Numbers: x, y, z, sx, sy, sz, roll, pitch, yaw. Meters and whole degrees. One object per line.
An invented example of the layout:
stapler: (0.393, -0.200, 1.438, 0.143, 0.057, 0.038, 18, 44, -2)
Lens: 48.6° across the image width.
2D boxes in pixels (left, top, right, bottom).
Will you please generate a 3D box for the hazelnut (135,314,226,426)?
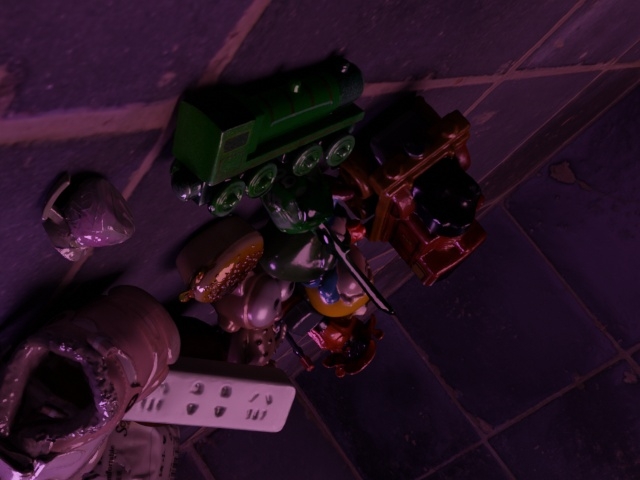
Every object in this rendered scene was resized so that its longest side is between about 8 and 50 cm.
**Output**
hazelnut: (-0.238, 0.209, 1.160, 0.178, 0.178, 0.204, -42, 171, 23)

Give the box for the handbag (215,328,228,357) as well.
handbag: (-0.235, 0.281, 1.556, 0.207, 0.127, 0.228, -37, 159, 14)

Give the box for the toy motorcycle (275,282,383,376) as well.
toy motorcycle: (0.001, 0.159, 1.402, 0.148, 0.221, 0.325, -46, 150, 7)

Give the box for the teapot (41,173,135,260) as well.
teapot: (-0.212, -0.022, 0.627, 0.064, 0.064, 0.083, -31, 137, 8)

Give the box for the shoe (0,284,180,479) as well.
shoe: (-0.333, 0.201, 0.825, 0.351, 0.172, 0.198, -50, 177, 6)

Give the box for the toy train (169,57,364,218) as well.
toy train: (-0.044, -0.112, 0.712, 0.251, 0.085, 0.119, -31, 152, -41)

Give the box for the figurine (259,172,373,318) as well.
figurine: (0.025, 0.018, 1.091, 0.185, 0.234, 0.127, -58, -146, -4)

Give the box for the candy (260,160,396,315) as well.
candy: (0.025, 0.014, 0.977, 0.097, 0.097, 0.323, -37, 126, 2)

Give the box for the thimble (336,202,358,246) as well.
thimble: (-0.001, 0.001, 1.236, 0.135, 0.090, 0.118, -40, 166, 11)

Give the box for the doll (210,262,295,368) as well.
doll: (-0.107, 0.127, 1.152, 0.278, 0.119, 0.154, 86, 27, -43)

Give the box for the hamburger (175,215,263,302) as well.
hamburger: (-0.139, 0.032, 0.971, 0.141, 0.081, 0.126, -33, 168, -23)

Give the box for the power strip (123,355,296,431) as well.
power strip: (-0.217, 0.219, 1.039, 0.385, 0.062, 0.091, 14, 100, -31)

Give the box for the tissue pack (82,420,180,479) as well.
tissue pack: (-0.403, 0.507, 1.418, 0.194, 0.376, 0.390, 4, 160, 0)

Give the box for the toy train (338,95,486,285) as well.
toy train: (0.152, -0.061, 1.100, 0.163, 0.232, 0.369, -38, 170, -7)
